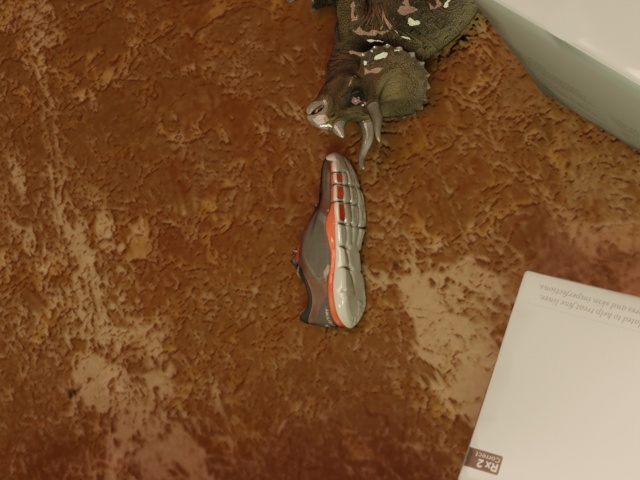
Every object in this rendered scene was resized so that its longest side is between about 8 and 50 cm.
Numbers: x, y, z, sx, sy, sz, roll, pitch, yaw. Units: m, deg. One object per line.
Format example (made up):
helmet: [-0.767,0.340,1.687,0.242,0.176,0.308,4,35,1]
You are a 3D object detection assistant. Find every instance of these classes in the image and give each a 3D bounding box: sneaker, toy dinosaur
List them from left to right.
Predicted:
sneaker: [0.000,0.000,1.678,0.065,0.061,0.158,-8,71,26]
toy dinosaur: [0.079,-0.220,1.699,0.160,0.121,0.313,37,85,14]

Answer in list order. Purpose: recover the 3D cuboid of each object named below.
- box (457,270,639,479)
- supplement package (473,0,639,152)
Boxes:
box: [0.229,0.140,1.512,0.181,0.119,0.182,15,80,24]
supplement package: [0.271,-0.193,1.514,0.199,0.262,0.198,35,89,26]
